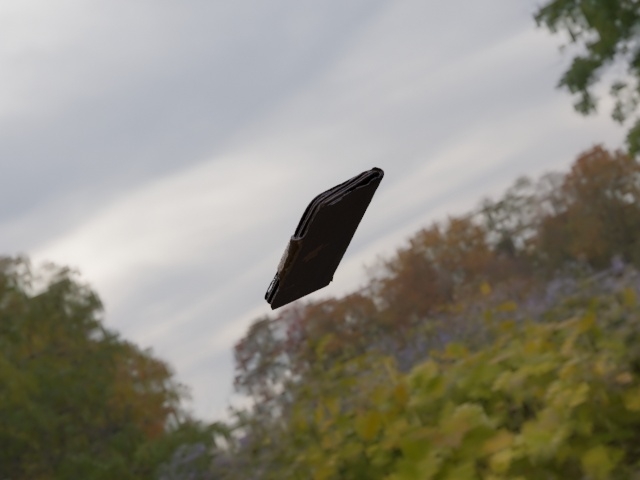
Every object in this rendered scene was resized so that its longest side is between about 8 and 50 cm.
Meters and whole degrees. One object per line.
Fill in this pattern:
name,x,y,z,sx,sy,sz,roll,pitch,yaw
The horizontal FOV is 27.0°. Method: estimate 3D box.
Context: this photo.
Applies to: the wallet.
wallet,0.000,0.000,1.341,0.095,0.026,0.176,-26,-24,-36
